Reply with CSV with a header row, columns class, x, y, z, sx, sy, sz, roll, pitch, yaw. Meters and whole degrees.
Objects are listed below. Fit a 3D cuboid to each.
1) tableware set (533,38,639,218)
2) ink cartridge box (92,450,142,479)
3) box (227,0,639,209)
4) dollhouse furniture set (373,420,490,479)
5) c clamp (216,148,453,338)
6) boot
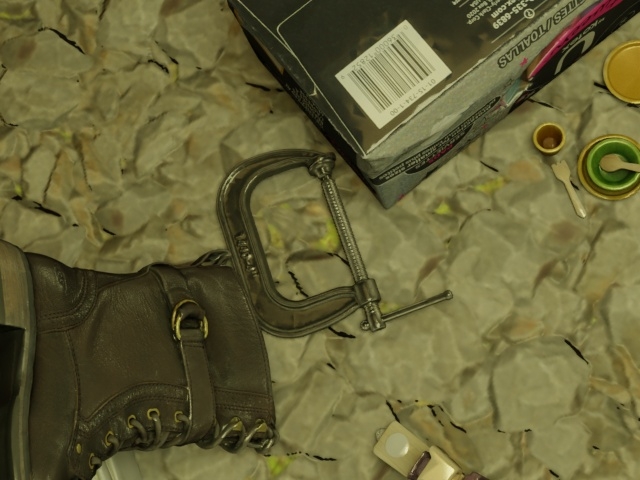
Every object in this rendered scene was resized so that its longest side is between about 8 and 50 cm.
class,x,y,z,sx,sy,sz,roll,pitch,yaw
tableware set,0.223,-0.091,0.731,0.154,0.024,0.104,-26,74,7
ink cartridge box,-0.230,0.187,0.711,0.213,0.093,0.154,-24,75,5
box,0.087,-0.165,0.716,0.247,0.142,0.163,-39,75,0
dollhouse furniture set,0.038,0.174,0.682,0.081,0.091,0.114,33,87,31
c clamp,0.000,0.000,0.756,0.137,0.022,0.160,-27,75,8
boot,-0.111,0.113,0.646,0.091,0.229,0.262,-24,64,38
